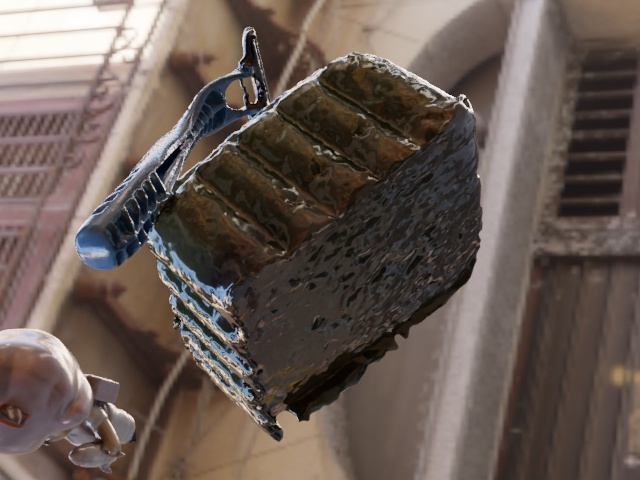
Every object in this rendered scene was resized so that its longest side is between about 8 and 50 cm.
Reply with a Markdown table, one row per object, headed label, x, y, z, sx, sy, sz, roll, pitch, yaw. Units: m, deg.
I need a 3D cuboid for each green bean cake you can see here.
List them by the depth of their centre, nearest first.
| label | x | y | z | sx | sy | sz | roll | pitch | yaw |
| --- | --- | --- | --- | --- | --- | --- | --- | --- | --- |
| green bean cake | 0.000 | 0.000 | 0.690 | 0.181 | 0.094 | 0.173 | -40 | -30 | -18 |

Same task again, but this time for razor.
| label | x | y | z | sx | sy | sz | roll | pitch | yaw |
| --- | --- | --- | --- | --- | --- | --- | --- | --- | --- |
| razor | -0.091 | -0.055 | 0.808 | 0.253 | 0.042 | 0.082 | -60 | -37 | -53 |

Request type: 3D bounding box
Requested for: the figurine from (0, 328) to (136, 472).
| label | x | y | z | sx | sy | sz | roll | pitch | yaw |
| --- | --- | --- | --- | --- | --- | --- | --- | --- | --- |
| figurine | -0.247 | 0.141 | 1.088 | 0.229 | 0.137 | 0.112 | 34 | -103 | -55 |
